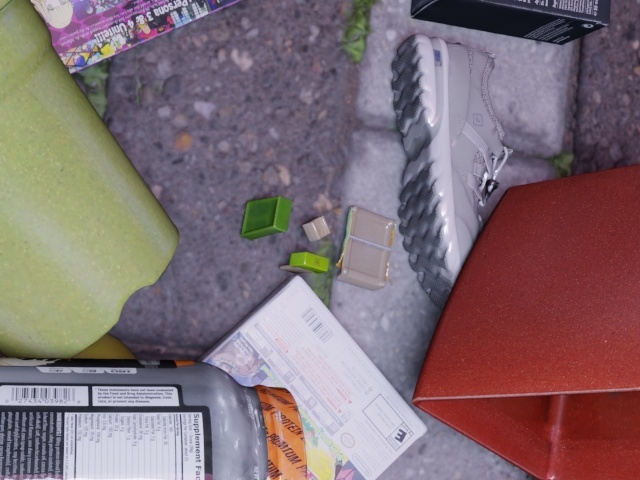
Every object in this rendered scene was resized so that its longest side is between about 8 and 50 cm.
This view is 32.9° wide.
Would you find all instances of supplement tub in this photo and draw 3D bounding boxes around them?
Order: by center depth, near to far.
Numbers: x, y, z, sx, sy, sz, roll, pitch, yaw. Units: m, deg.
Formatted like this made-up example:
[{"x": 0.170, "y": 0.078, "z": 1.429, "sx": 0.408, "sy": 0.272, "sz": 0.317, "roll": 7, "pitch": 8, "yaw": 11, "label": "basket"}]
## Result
[{"x": -0.180, "y": 0.187, "z": 0.833, "sx": 0.316, "sy": 0.193, "sz": 0.193, "roll": 3, "pitch": 86, "yaw": -16, "label": "supplement tub"}]

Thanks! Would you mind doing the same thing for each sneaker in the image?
[{"x": 0.146, "y": -0.069, "z": 1.086, "sx": 0.115, "sy": 0.105, "sz": 0.281, "roll": -2, "pitch": 88, "yaw": -18, "label": "sneaker"}]

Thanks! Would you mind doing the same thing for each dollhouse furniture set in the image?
[{"x": 0.000, "y": 0.000, "z": 1.083, "sx": 0.151, "sy": 0.058, "sz": 0.076, "roll": 18, "pitch": 74, "yaw": -34, "label": "dollhouse furniture set"}]

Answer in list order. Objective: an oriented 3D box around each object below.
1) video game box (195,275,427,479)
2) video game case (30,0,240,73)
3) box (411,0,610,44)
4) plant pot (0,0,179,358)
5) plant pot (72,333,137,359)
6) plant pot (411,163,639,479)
[{"x": -0.029, "y": 0.171, "z": 1.052, "sx": 0.187, "sy": 0.048, "sz": 0.205, "roll": -41, "pitch": 98, "yaw": -16, "label": "video game box"}, {"x": -0.215, "y": -0.279, "z": 1.012, "sx": 0.232, "sy": 0.042, "sz": 0.210, "roll": -28, "pitch": 104, "yaw": -16, "label": "video game case"}, {"x": 0.203, "y": -0.352, "z": 1.122, "sx": 0.184, "sy": 0.103, "sz": 0.261, "roll": 7, "pitch": 85, "yaw": -19, "label": "box"}, {"x": -0.265, "y": -0.036, "z": 0.905, "sx": 0.276, "sy": 0.276, "sz": 0.254, "roll": -45, "pitch": 111, "yaw": -14, "label": "plant pot"}, {"x": -0.217, "y": 0.145, "z": 0.974, "sx": 0.134, "sy": 0.095, "sz": 0.134, "roll": 1, "pitch": 86, "yaw": -16, "label": "plant pot"}, {"x": 0.278, "y": 0.077, "z": 1.013, "sx": 0.267, "sy": 0.267, "sz": 0.236, "roll": 35, "pitch": 57, "yaw": -43, "label": "plant pot"}]
